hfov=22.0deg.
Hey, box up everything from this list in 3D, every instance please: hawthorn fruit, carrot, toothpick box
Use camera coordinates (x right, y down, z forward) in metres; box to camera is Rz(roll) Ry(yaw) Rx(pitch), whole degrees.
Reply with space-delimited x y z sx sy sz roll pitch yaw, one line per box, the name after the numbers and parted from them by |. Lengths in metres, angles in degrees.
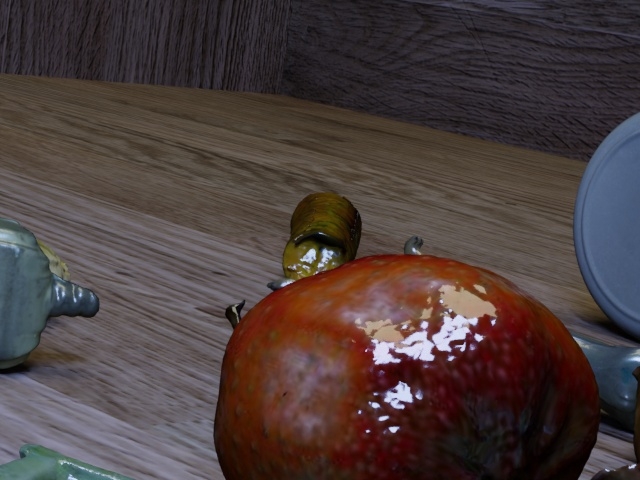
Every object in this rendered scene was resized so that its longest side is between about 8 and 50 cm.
0.022 0.072 0.747 0.194 0.157 0.157 24 17 39 | hawthorn fruit
0.000 0.000 1.492 0.070 0.070 0.260 9 9 2 | carrot
0.401 0.000 1.472 0.316 0.229 0.229 2 11 -44 | toothpick box

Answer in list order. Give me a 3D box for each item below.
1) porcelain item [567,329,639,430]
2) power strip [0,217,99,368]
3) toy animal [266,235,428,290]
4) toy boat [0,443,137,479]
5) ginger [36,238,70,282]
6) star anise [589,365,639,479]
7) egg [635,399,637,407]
0.200 0.089 1.098 0.215 0.069 0.081 13 -12 24 | porcelain item
-0.323 0.020 0.972 0.387 0.092 0.066 6 12 -17 | power strip
0.066 0.039 1.275 0.219 0.086 0.069 5 -31 12 | toy animal
-0.005 0.139 0.633 0.293 0.055 0.093 11 8 20 | toy boat
-0.323 0.007 1.141 0.298 0.065 0.118 8 -5 -9 | ginger
0.241 0.122 0.687 0.237 0.148 0.346 0 1 -31 | star anise
0.233 0.103 0.991 0.085 0.085 0.110 8 -3 -2 | egg
